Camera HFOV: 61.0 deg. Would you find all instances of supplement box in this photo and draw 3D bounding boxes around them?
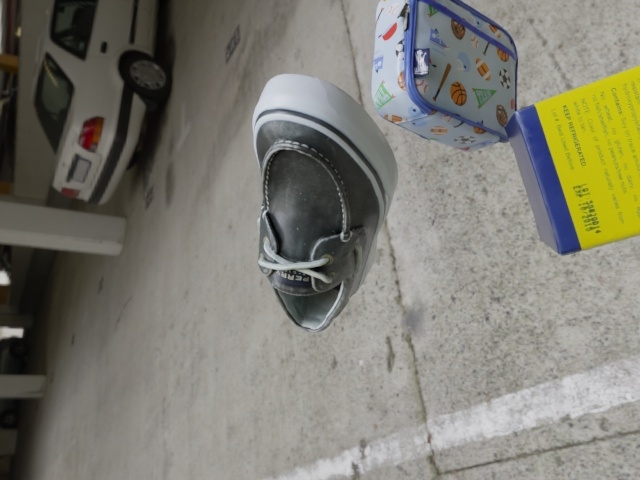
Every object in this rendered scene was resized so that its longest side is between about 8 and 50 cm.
[{"bbox_3d":[0.452,-0.130,0.711,0.356,0.195,0.194,-17,91,17],"label":"supplement box"}]

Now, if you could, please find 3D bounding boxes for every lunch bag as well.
[{"bbox_3d":[0.218,-0.297,0.929,0.115,0.303,0.243,-6,75,51],"label":"lunch bag"}]

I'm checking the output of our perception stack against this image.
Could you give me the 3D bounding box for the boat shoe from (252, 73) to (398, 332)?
[{"bbox_3d":[0.000,0.000,0.508,0.335,0.121,0.119,75,-145,-59],"label":"boat shoe"}]
